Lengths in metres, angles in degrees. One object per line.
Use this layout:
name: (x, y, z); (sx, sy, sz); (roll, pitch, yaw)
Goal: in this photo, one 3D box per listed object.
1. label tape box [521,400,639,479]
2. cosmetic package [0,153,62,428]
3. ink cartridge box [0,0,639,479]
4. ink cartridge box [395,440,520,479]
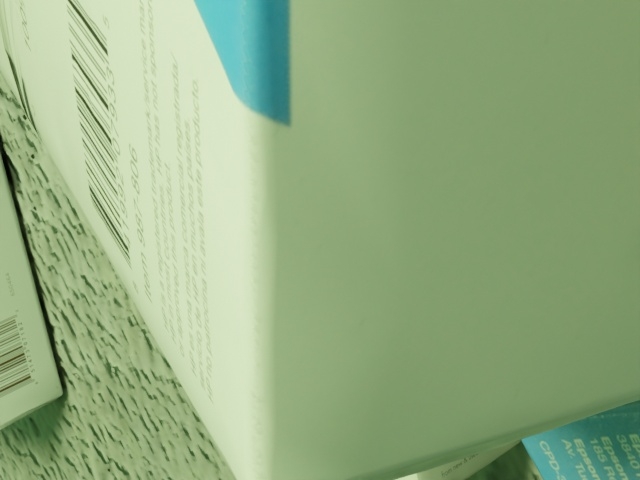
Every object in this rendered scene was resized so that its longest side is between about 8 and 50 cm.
label tape box: (0.243, 0.119, 0.528); (0.249, 0.115, 0.347); (60, 151, -6)
cosmetic package: (-0.326, -0.072, 1.140); (0.284, 0.097, 0.377); (10, 118, 48)
ink cartridge box: (-0.026, -0.154, 0.582); (0.395, 0.166, 0.285); (-128, 30, -48)
ink cartridge box: (0.000, 0.000, 0.823); (0.134, 0.078, 0.231); (0, 110, 49)
